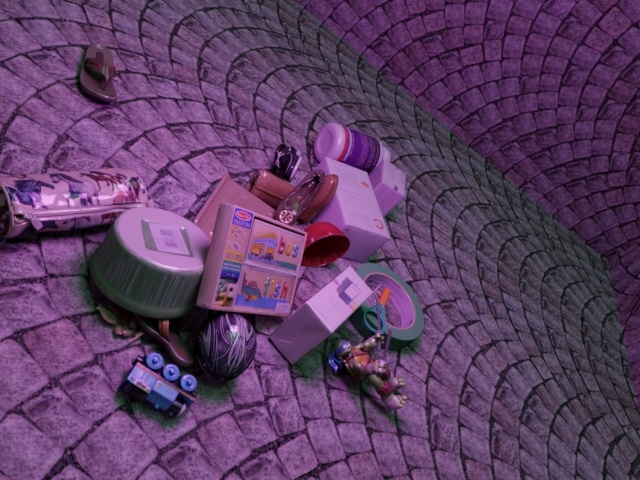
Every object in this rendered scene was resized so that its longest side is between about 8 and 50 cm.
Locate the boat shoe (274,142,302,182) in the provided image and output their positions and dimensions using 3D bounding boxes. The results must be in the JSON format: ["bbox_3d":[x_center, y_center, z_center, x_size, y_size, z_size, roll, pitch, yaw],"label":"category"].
[{"bbox_3d":[-0.131,-0.296,2.252,0.091,0.114,0.302,26,11,-12],"label":"boat shoe"}]

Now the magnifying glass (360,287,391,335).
[{"bbox_3d":[0.196,0.232,2.010,0.092,0.026,0.231,40,35,-4],"label":"magnifying glass"}]

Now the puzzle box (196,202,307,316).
[{"bbox_3d":[-0.174,0.068,1.667,0.409,0.052,0.271,19,82,-63],"label":"puzzle box"}]

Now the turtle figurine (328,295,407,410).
[{"bbox_3d":[0.191,0.365,1.822,0.275,0.198,0.266,-44,110,-14],"label":"turtle figurine"}]

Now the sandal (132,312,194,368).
[{"bbox_3d":[-0.390,0.229,1.525,0.219,0.060,0.090,49,18,7],"label":"sandal"}]

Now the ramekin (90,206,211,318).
[{"bbox_3d":[-0.425,0.046,1.561,0.304,0.148,0.303,25,27,-13],"label":"ramekin"}]

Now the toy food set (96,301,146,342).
[{"bbox_3d":[-0.499,0.202,1.500,0.122,0.019,0.078,48,36,6],"label":"toy food set"}]

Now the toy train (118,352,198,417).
[{"bbox_3d":[-0.380,0.347,1.423,0.184,0.080,0.105,37,45,-13],"label":"toy train"}]

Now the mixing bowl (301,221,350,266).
[{"bbox_3d":[0.000,0.000,2.054,0.182,0.181,0.098,6,47,-41],"label":"mixing bowl"}]

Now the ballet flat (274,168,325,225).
[{"bbox_3d":[-0.064,-0.146,2.021,0.084,0.058,0.250,43,72,-10],"label":"ballet flat"}]

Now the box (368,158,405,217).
[{"bbox_3d":[0.256,-0.209,2.512,0.119,0.182,0.180,31,37,-16],"label":"box"}]

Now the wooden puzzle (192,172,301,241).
[{"bbox_3d":[-0.235,-0.019,1.941,0.348,0.080,0.322,39,36,-15],"label":"wooden puzzle"}]

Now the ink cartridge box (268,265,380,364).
[{"bbox_3d":[0.022,0.210,1.836,0.119,0.207,0.353,49,35,5],"label":"ink cartridge box"}]

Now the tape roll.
[{"bbox_3d":[0.222,0.230,2.124,0.321,0.077,0.321,25,40,-23],"label":"tape roll"}]

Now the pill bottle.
[{"bbox_3d":[0.143,-0.382,2.580,0.323,0.181,0.181,12,46,-37],"label":"pill bottle"}]

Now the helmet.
[{"bbox_3d":[-0.243,0.271,1.550,0.170,0.169,0.162,22,-2,-28],"label":"helmet"}]

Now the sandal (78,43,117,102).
[{"bbox_3d":[-0.737,-0.574,2.001,0.120,0.086,0.302,12,46,-36],"label":"sandal"}]

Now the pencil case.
[{"bbox_3d":[-0.641,-0.097,1.541,0.184,0.159,0.410,38,30,29],"label":"pencil case"}]

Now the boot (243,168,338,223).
[{"bbox_3d":[-0.101,-0.183,2.100,0.270,0.236,0.089,24,26,-30],"label":"boot"}]

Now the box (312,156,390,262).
[{"bbox_3d":[0.092,-0.116,2.271,0.215,0.168,0.345,16,43,-34],"label":"box"}]
